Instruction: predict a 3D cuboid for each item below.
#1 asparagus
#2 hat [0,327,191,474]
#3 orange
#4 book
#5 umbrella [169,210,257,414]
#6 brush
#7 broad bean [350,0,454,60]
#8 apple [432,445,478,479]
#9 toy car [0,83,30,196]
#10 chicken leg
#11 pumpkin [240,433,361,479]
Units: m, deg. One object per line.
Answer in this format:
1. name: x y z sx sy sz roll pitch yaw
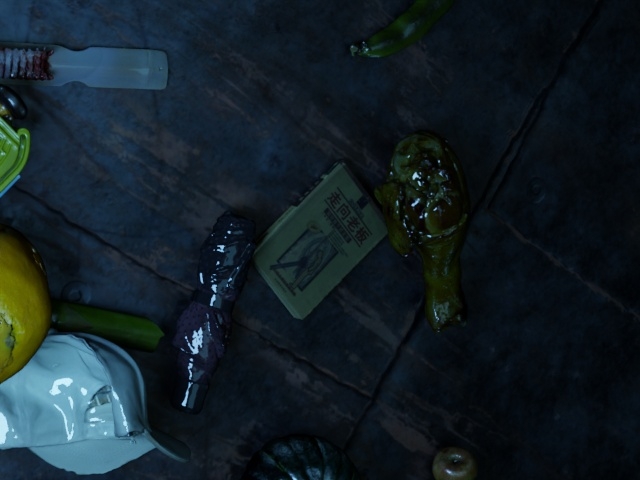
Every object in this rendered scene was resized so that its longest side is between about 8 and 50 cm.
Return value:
1. asparagus: -0.366 0.119 1.884 0.277 0.067 0.060 15 68 -36
2. hat: -0.314 0.245 1.877 0.301 0.257 0.168 38 51 -50
3. orange: -0.477 0.082 1.665 0.246 0.246 0.246 -6 103 -30
4. book: 0.000 0.000 2.106 0.231 0.026 0.161 -46 119 -16
5. umbrella: -0.174 0.115 1.987 0.090 0.094 0.326 25 82 -77
6. brush: -0.364 -0.252 1.825 0.321 0.050 0.060 -2 97 -32
7. broad bean: 0.156 -0.368 2.118 0.254 0.046 0.065 -40 104 -18
8. apple: 0.245 0.416 2.304 0.084 0.084 0.071 -25 142 -25
9. toy car: -0.515 -0.156 1.693 0.200 0.142 0.248 -45 110 -21
10. chicken leg: 0.188 -0.004 2.133 0.211 0.140 0.361 -22 108 -52
11. pumpkin: -0.033 0.428 2.090 0.220 0.162 0.221 -2 96 -21
